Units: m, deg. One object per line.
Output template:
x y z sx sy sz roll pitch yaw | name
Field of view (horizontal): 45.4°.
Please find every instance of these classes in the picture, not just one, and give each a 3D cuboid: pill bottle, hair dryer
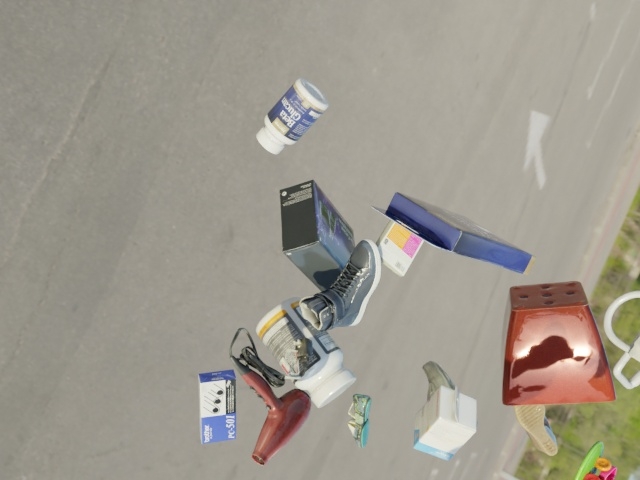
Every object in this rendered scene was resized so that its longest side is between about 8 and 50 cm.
-0.068 -0.279 1.744 0.169 0.094 0.094 -45 166 23 | pill bottle
-0.119 0.350 1.710 0.223 0.080 0.294 10 70 -32 | hair dryer
-0.037 0.303 2.075 0.162 0.278 0.162 -34 163 -12 | pill bottle

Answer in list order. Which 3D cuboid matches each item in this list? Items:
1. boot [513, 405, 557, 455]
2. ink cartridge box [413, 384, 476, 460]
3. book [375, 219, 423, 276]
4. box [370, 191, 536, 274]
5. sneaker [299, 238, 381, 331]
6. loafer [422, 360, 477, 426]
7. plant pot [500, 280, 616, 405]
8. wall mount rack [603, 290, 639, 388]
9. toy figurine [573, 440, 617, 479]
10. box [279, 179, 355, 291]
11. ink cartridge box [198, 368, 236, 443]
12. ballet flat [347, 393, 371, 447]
0.639 0.531 2.356 0.090 0.249 0.207 -27 -173 3 | boot
0.275 0.392 1.661 0.092 0.089 0.143 -77 -167 -49 | ink cartridge box
0.191 -0.001 1.789 0.144 0.096 0.035 -57 -162 -21 | book
0.188 -0.012 1.072 0.225 0.136 0.037 13 106 -43 | box
0.044 0.106 1.717 0.163 0.086 0.226 -6 120 -42 | sneaker
0.355 0.467 2.260 0.111 0.319 0.112 -34 113 4 | loafer
0.583 0.246 1.938 0.267 0.267 0.236 -56 138 -69 | plant pot
0.669 0.169 1.271 0.304 0.350 0.130 -52 130 0 | wall mount rack
0.513 0.448 1.297 0.173 0.159 0.130 -29 131 -41 | toy figurine
0.000 0.000 1.908 0.261 0.103 0.184 48 33 -52 | box
-0.277 0.449 2.059 0.097 0.046 0.207 -5 118 -15 | ink cartridge box
0.112 0.524 2.244 0.070 0.070 0.189 -34 136 -52 | ballet flat
